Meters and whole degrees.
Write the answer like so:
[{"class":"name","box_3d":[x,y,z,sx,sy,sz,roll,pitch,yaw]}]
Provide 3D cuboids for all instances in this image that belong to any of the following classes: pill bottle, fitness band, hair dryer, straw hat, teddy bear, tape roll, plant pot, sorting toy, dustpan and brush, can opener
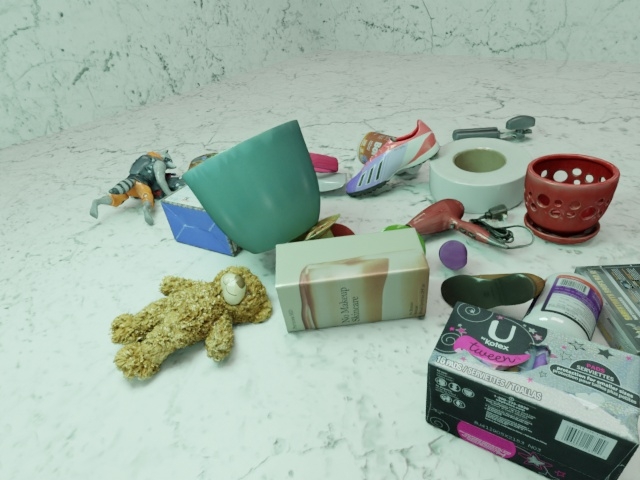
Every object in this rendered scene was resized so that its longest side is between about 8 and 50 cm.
[{"class":"pill bottle","box_3d":[0.422,0.151,0.724,0.108,0.108,0.193,20,43,35]},{"class":"fitness band","box_3d":[-0.066,-0.251,1.364,0.209,0.054,0.291,1,5,34]},{"class":"hair dryer","box_3d":[0.358,-0.049,1.029,0.294,0.080,0.223,-5,22,9]},{"class":"straw hat","box_3d":[0.000,0.000,0.917,0.144,0.061,0.144,-31,11,7]},{"class":"pill bottle","box_3d":[0.241,-0.298,1.404,0.121,0.121,0.216,-32,41,-31]},{"class":"teddy bear","box_3d":[-0.273,0.155,0.858,0.338,0.113,0.245,-13,37,-7]},{"class":"tape roll","box_3d":[0.470,-0.200,1.216,0.286,0.100,0.286,-7,39,6]},{"class":"plant pot","box_3d":[-0.133,-0.111,0.959,0.293,0.235,0.293,-26,12,6]},{"class":"sorting toy","box_3d":[0.166,0.020,1.004,0.366,0.127,0.126,3,6,11]},{"class":"plant pot","box_3d":[0.597,-0.101,0.997,0.191,0.174,0.191,-5,35,4]},{"class":"dustpan and brush","box_3d":[-0.018,-0.186,1.362,0.211,0.060,0.147,2,23,3]},{"class":"can opener","box_3d":[0.644,-0.418,1.521,0.283,0.095,0.076,-1,34,10]}]

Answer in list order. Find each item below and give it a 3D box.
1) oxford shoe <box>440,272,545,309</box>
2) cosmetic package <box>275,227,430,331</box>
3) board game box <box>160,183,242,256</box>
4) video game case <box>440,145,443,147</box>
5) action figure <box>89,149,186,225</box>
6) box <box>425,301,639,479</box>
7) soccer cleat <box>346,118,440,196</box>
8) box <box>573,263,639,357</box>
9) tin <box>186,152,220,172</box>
[{"class":"oxford shoe","box_3d":[0.338,0.100,0.812,0.076,0.076,0.212,-6,-3,-36]},{"class":"cosmetic package","box_3d":[0.063,0.083,0.850,0.296,0.153,0.129,-8,42,2]},{"class":"board game box","box_3d":[-0.272,-0.110,1.213,0.232,0.141,0.291,13,39,28]},{"class":"video game case","box_3d":[0.542,-0.301,1.434,0.212,0.023,0.193,-6,34,3]},{"class":"action figure","box_3d":[-0.568,-0.199,1.384,0.341,0.178,0.330,-3,44,11]},{"class":"box","box_3d":[0.297,0.220,0.598,0.247,0.163,0.142,15,42,29]},{"class":"soccer cleat","box_3d":[0.203,-0.249,1.261,0.318,0.116,0.108,-28,25,18]},{"class":"box","box_3d":[0.614,0.134,0.755,0.183,0.056,0.231,-4,34,7]},{"class":"tin","box_3d":[-0.338,-0.212,1.218,0.106,0.040,0.189,-13,34,1]}]
